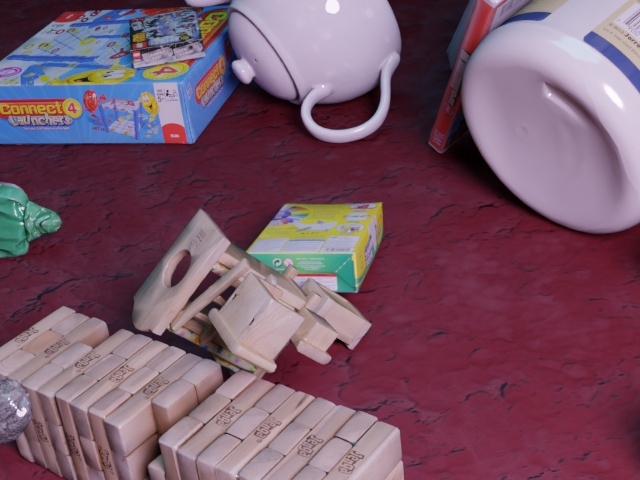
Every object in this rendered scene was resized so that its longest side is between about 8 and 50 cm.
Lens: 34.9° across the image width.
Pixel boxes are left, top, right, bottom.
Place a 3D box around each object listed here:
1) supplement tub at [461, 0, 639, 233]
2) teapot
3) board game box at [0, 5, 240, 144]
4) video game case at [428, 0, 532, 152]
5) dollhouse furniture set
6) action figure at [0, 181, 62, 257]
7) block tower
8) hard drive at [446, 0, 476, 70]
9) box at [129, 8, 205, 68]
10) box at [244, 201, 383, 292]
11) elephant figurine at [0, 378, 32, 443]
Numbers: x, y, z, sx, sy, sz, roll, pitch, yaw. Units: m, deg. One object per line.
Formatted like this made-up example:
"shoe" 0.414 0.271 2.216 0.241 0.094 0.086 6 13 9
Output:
"supplement tub" 0.319 -0.179 0.999 0.316 0.228 0.228 -39 40 -21
"teapot" -0.029 -0.262 1.305 0.187 0.252 0.256 -40 22 -10
"board game box" -0.276 -0.237 1.426 0.302 0.086 0.308 1 31 14
"video game case" 0.216 -0.226 1.094 0.204 0.285 0.025 -40 74 -20
"dollhouse furniture set" -0.032 0.088 0.794 0.101 0.182 0.161 -52 35 6
"action figure" -0.386 -0.032 1.092 0.232 0.137 0.063 10 21 12
"block tower" -0.092 0.144 0.728 0.335 0.091 0.097 16 38 33
"hard drive" 0.301 -0.311 1.241 0.233 0.047 0.353 -11 -12 -7
"box" -0.205 -0.270 1.352 0.094 0.027 0.137 -11 30 -6
"box" 0.000 0.000 0.979 0.105 0.043 0.179 0 21 13
"elephant figurine" -0.315 0.161 0.666 0.169 0.186 0.239 -3 12 -41
